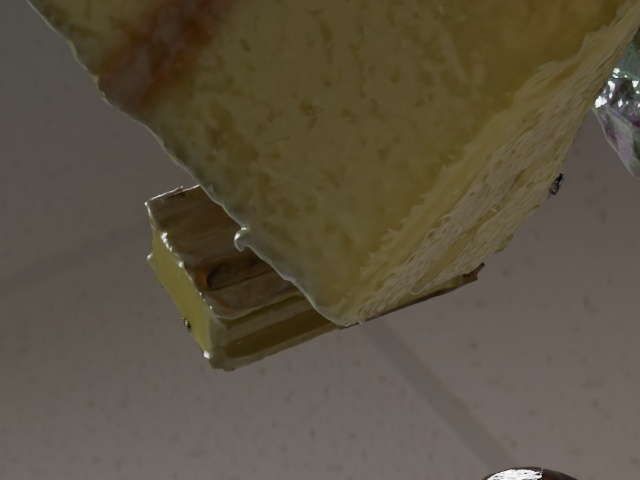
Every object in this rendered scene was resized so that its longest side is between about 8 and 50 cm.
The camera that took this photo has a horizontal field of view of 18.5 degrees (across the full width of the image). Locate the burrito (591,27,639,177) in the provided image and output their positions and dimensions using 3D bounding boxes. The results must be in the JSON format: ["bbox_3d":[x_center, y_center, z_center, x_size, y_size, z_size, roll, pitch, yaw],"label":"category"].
[{"bbox_3d":[0.319,-0.174,2.038,0.089,0.144,0.229,15,-149,-21],"label":"burrito"}]

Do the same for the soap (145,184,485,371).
[{"bbox_3d":[0.000,-0.001,1.440,0.233,0.076,0.135,-21,-130,-17],"label":"soap"}]

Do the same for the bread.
[{"bbox_3d":[0.015,-0.126,0.847,0.263,0.198,0.236,47,-166,11],"label":"bread"}]

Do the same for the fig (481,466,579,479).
[{"bbox_3d":[0.168,0.253,1.609,0.170,0.145,0.274,34,179,-9],"label":"fig"}]
